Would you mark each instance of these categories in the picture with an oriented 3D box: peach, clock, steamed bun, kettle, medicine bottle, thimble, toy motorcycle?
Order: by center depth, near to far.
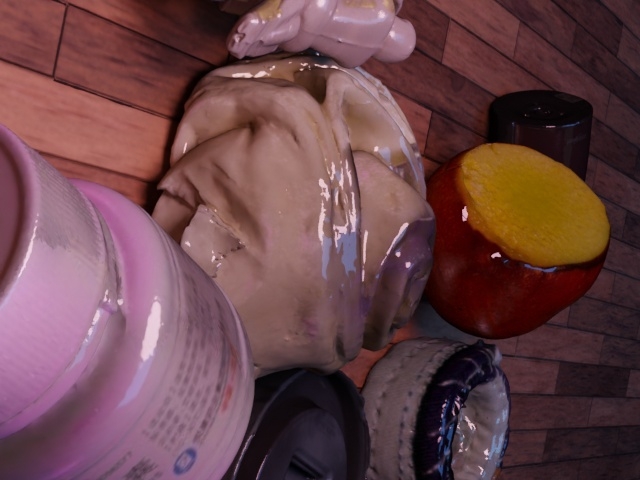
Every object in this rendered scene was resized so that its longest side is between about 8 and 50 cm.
[{"bbox_3d":[-0.205,0.068,0.936,0.302,0.241,0.241,51,55,-55],"label":"medicine bottle"},{"bbox_3d":[-0.013,-0.240,1.241,0.108,0.223,0.341,-49,170,32],"label":"toy motorcycle"},{"bbox_3d":[0.000,0.000,1.296,0.394,0.238,0.346,-57,145,-37],"label":"steamed bun"},{"bbox_3d":[-0.046,0.290,1.484,0.325,0.067,0.325,-27,122,-56],"label":"clock"},{"bbox_3d":[0.231,0.011,1.719,0.275,0.249,0.245,-14,122,-54],"label":"peach"},{"bbox_3d":[0.148,0.239,1.742,0.237,0.150,0.237,-23,117,-57],"label":"thimble"},{"bbox_3d":[0.303,-0.081,1.943,0.202,0.144,0.232,-22,123,-35],"label":"kettle"}]
